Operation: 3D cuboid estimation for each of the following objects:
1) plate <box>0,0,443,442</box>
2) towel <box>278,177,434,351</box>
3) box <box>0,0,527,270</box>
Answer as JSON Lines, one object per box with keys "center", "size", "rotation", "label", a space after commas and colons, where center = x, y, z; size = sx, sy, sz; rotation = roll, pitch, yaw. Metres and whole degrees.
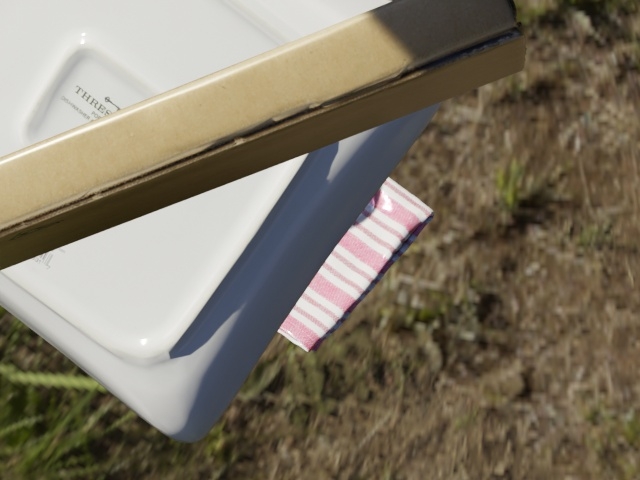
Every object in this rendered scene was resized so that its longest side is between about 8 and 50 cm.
{"center": [-0.112, -0.064, 0.936], "size": [0.277, 0.045, 0.278], "rotation": [36, 109, 4], "label": "plate"}
{"center": [0.000, 0.000, 1.729], "size": [0.144, 0.029, 0.197], "rotation": [37, 75, 19], "label": "towel"}
{"center": [-0.040, -0.024, 0.488], "size": [0.201, 0.164, 0.021], "rotation": [-21, 90, 7], "label": "box"}
